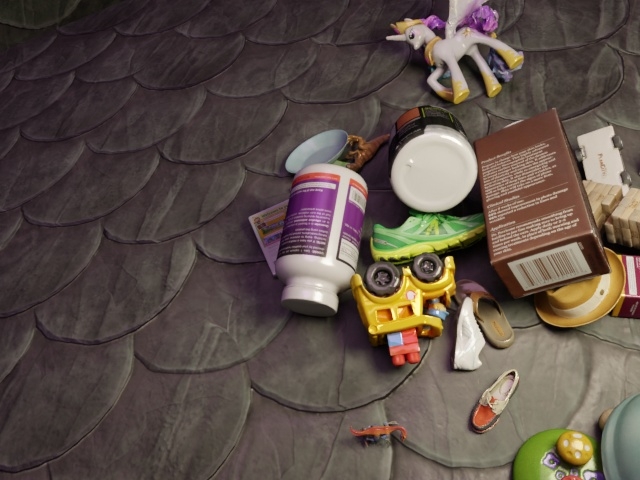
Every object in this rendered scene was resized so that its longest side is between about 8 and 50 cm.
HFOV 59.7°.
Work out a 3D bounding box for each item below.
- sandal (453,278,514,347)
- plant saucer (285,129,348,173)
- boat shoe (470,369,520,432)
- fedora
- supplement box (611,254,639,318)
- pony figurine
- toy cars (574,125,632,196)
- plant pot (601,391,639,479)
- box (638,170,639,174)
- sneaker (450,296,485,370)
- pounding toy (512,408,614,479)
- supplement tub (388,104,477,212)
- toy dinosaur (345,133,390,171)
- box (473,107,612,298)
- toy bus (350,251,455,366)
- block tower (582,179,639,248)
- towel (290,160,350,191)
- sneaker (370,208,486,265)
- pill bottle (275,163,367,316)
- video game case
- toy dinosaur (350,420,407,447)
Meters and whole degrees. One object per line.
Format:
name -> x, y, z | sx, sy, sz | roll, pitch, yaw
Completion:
sandal -> 0.344, 0.143, 1.170 | 0.072, 0.049, 0.180 | -25, 50, -5
plant saucer -> -0.004, -0.235, 1.544 | 0.195, 0.037, 0.195 | -22, 33, 15
boat shoe -> 0.330, 0.301, 1.052 | 0.049, 0.043, 0.137 | 35, 68, 32
fedora -> 0.503, 0.077, 1.118 | 0.194, 0.079, 0.194 | -35, 33, 27
supplement box -> 0.679, 0.096, 1.099 | 0.188, 0.081, 0.104 | 4, 53, 18
pony figurine -> 0.416, -0.587, 1.626 | 0.351, 0.303, 0.363 | -32, 66, 0
toy cars -> 0.726, -0.107, 1.244 | 0.176, 0.087, 0.394 | -53, 50, 10
plant pot -> 0.603, 0.323, 0.812 | 0.293, 0.196, 0.293 | 4, 53, -5
box -> 0.888, -0.136, 1.226 | 0.169, 0.087, 0.290 | -29, 51, -10
sneaker -> 0.303, 0.192, 1.140 | 0.061, 0.054, 0.152 | 9, 71, 4
pounding toy -> 0.439, 0.377, 0.918 | 0.237, 0.110, 0.183 | -20, 50, -1
supplement tub -> 0.258, -0.209, 1.332 | 0.193, 0.194, 0.316 | -6, 25, 10
toy dinosaur -> 0.134, -0.259, 1.555 | 0.112, 0.064, 0.211 | 38, 69, 22
box -> 0.443, -0.084, 1.154 | 0.191, 0.143, 0.381 | -20, 42, 28
toy bus -> 0.188, 0.150, 1.157 | 0.220, 0.149, 0.211 | -13, 63, 1
block tower -> 0.620, -0.054, 1.175 | 0.091, 0.097, 0.335 | -47, 40, -19
towel -> 0.001, -0.174, 1.533 | 0.113, 0.023, 0.152 | 22, 60, 28
sneaker -> 0.256, -0.028, 1.276 | 0.295, 0.109, 0.123 | -13, 75, 5
pill bottle -> 0.000, 0.000, 1.268 | 0.181, 0.181, 0.323 | 3, 66, 17
video game case -> -0.054, -0.026, 1.413 | 0.212, 0.023, 0.193 | -24, 58, -4
toy dinosaur -> 0.116, 0.364, 1.045 | 0.082, 0.090, 0.047 | -27, 60, 34
